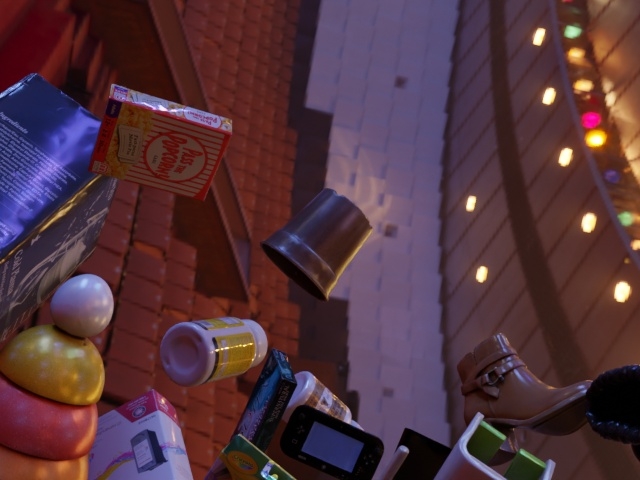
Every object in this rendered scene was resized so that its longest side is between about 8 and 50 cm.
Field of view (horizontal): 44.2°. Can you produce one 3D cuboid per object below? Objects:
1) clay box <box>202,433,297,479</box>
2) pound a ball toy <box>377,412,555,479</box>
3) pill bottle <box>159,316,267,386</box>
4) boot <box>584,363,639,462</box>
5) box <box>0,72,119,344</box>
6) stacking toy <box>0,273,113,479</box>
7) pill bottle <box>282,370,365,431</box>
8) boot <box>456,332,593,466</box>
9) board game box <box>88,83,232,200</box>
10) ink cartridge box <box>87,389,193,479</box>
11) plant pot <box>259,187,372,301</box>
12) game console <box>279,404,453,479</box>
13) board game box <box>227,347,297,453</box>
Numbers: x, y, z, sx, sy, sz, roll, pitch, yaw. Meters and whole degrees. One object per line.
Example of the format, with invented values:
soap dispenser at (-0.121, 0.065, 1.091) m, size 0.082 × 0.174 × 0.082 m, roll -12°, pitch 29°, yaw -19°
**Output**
clay box at (-0.098, 0.343, 0.982) m, size 0.222 × 0.127 × 0.053 m, roll -57°, pitch 170°, yaw 23°
pound a ball toy at (0.155, 0.390, 1.116) m, size 0.136 × 0.208 × 0.319 m, roll -35°, pitch 154°, yaw -55°
pill bottle at (-0.197, 0.207, 1.508) m, size 0.208 × 0.119 × 0.119 m, roll 2°, pitch 101°, yaw -61°
boot at (0.519, 0.281, 1.229) m, size 0.348 × 0.260 × 0.131 m, roll 109°, pitch -32°, yaw -49°
box at (-0.722, -0.033, 1.772) m, size 0.472 × 0.297 × 0.480 m, roll -56°, pitch -178°, yaw -42°
stacking toy at (-0.530, 0.290, 1.530) m, size 0.480 × 0.350 × 0.350 m, roll -62°, pitch -165°, yaw 2°
pill bottle at (0.003, 0.447, 1.981) m, size 0.131 × 0.229 × 0.131 m, roll -40°, pitch -162°, yaw 16°
boot at (0.382, 0.269, 1.478) m, size 0.283 × 0.109 × 0.220 m, roll -44°, pitch -141°, yaw 34°
board game box at (-0.255, -0.152, 1.255) m, size 0.045 × 0.193 × 0.147 m, roll -97°, pitch -152°, yaw -47°
ink cartridge box at (-0.447, 0.555, 1.928) m, size 0.306 × 0.226 × 0.131 m, roll 62°, pitch -1°, yaw 45°
plant pot at (0.000, 0.000, 1.489) m, size 0.165 × 0.167 × 0.167 m, roll -49°, pitch -172°, yaw -12°
game console at (0.088, 0.448, 1.543) m, size 0.213 × 0.361 × 0.044 m, roll -66°, pitch -172°, yaw -14°
board game box at (-0.091, 0.263, 1.156) m, size 0.186 × 0.026 × 0.126 m, roll -65°, pitch -165°, yaw 6°
